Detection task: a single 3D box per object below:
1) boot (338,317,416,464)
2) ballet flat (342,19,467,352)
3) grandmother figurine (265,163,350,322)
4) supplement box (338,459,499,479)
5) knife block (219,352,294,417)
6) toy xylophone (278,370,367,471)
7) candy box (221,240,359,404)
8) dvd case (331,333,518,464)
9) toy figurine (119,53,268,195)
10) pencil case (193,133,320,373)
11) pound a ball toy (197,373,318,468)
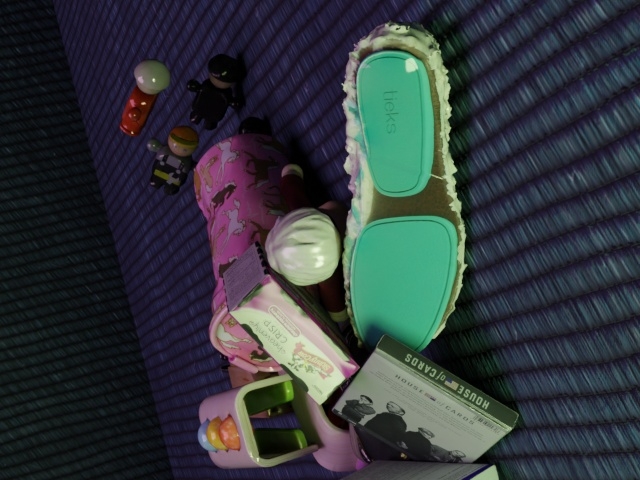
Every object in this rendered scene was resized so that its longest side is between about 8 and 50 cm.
[{"bbox_3d":[0.095,0.230,1.775,0.178,0.085,0.236,39,143,58],"label":"boot"},{"bbox_3d":[0.099,-0.062,1.527,0.147,0.147,0.408,-131,35,-55],"label":"ballet flat"},{"bbox_3d":[0.000,0.000,1.671,0.207,0.104,0.342,59,-174,1],"label":"grandmother figurine"},{"bbox_3d":[0.115,0.339,1.621,0.220,0.114,0.111,-9,100,50],"label":"supplement box"},{"bbox_3d":[-0.101,0.277,2.388,0.275,0.088,0.242,-122,25,-44],"label":"knife block"},{"bbox_3d":[0.002,0.195,2.027,0.236,0.081,0.322,108,145,-58],"label":"toy xylophone"},{"bbox_3d":[-0.042,0.096,1.644,0.159,0.071,0.233,46,-177,-11],"label":"candy box"},{"bbox_3d":[0.118,0.205,1.592,0.179,0.029,0.238,31,153,2],"label":"dvd case"},{"bbox_3d":[-0.201,-0.193,2.168,0.209,0.213,0.148,62,141,30],"label":"toy figurine"},{"bbox_3d":[-0.095,0.012,1.933,0.386,0.160,0.167,-103,9,-50],"label":"pencil case"},{"bbox_3d":[-0.095,0.323,2.053,0.319,0.136,0.208,151,105,-71],"label":"pound a ball toy"}]
